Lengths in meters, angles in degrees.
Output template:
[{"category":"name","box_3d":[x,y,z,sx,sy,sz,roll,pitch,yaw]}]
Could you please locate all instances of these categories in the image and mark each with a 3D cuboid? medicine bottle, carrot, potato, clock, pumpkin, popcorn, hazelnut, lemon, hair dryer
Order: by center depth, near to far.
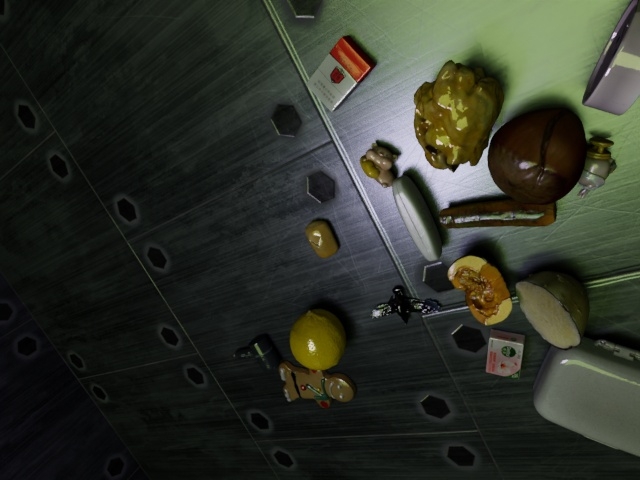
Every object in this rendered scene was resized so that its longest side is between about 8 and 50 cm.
[{"category":"clock","box_3d":[0.542,-0.325,0.837,0.068,0.197,0.196,24,125,14]},{"category":"hazelnut","box_3d":[0.455,-0.182,0.979,0.208,0.208,0.208,13,121,22]},{"category":"popcorn","box_3d":[0.281,-0.266,1.019,0.190,0.191,0.253,29,136,29]},{"category":"carrot","box_3d":[0.416,-0.061,1.131,0.260,0.070,0.070,-4,114,31]},{"category":"potato","box_3d":[0.574,0.151,1.132,0.202,0.117,0.182,58,167,-10]},{"category":"medicine bottle","box_3d":[0.739,0.391,1.166,0.375,0.123,0.282,17,124,18]},{"category":"pumpkin","box_3d":[0.405,0.111,1.204,0.119,0.108,0.183,-30,92,29]},{"category":"lemon","box_3d":[-0.010,0.306,1.490,0.178,0.178,0.203,-4,115,30]},{"category":"hair dryer","box_3d":[-0.252,0.423,1.755,0.219,0.071,0.124,-17,104,41]}]

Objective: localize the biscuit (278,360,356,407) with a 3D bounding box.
[{"category":"biscuit","box_3d":[-0.018,0.514,1.688,0.302,0.049,0.196,-1,117,27]}]

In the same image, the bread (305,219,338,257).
[{"category":"bread","box_3d":[0.000,0.000,1.391,0.082,0.056,0.115,-10,110,33]}]

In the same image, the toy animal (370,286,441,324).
[{"category":"toy animal","box_3d":[0.234,0.192,1.378,0.220,0.062,0.108,-14,126,32]}]

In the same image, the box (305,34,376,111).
[{"category":"box","box_3d":[0.047,-0.403,1.157,0.100,0.048,0.152,45,125,-3]}]

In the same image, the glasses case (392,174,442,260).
[{"category":"glasses case","box_3d":[0.247,-0.055,1.207,0.059,0.092,0.233,-20,104,30]}]

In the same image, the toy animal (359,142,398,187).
[{"category":"toy animal","box_3d":[0.154,-0.189,1.192,0.114,0.091,0.082,46,113,1]}]

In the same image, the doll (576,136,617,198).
[{"category":"doll","box_3d":[0.579,-0.148,0.997,0.084,0.073,0.127,0,118,-7]}]

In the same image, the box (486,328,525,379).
[{"category":"box","box_3d":[0.504,0.310,1.298,0.089,0.043,0.125,7,119,25]}]
